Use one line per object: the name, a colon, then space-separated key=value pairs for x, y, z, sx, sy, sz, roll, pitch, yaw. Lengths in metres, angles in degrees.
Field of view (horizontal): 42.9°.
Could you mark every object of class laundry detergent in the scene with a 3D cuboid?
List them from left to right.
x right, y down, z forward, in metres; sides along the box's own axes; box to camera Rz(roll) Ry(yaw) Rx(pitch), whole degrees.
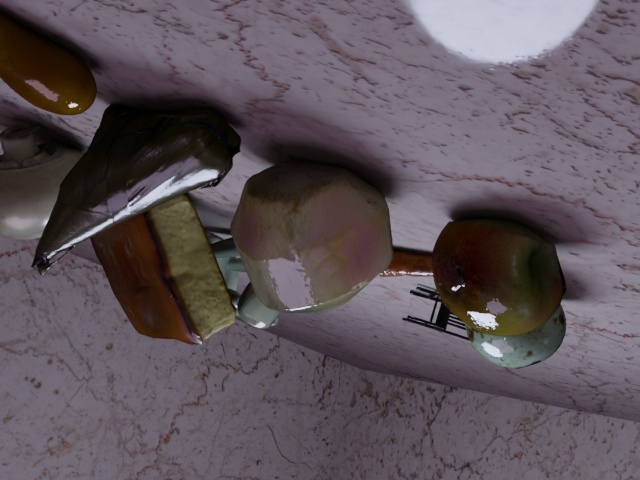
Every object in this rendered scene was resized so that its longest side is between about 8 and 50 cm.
laundry detergent: x=-0.104 y=0.095 z=1.720 sx=0.091 sy=0.181 sz=0.253 roll=27 pitch=139 yaw=-7

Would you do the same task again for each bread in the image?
bread: x=-0.354 y=0.058 z=1.776 sx=0.333 sy=0.143 sz=0.323 roll=-6 pitch=109 yaw=54

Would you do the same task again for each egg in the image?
egg: x=0.365 y=0.151 z=1.503 sx=0.169 sy=0.169 sz=0.231 roll=4 pitch=173 yaw=45

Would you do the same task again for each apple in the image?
apple: x=0.266 y=0.056 z=1.264 sx=0.188 sy=0.173 sz=0.207 roll=-1 pitch=141 yaw=47

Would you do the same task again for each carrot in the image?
carrot: x=0.212 y=0.048 z=1.550 sx=0.224 sy=0.057 sz=0.057 roll=2 pitch=161 yaw=34

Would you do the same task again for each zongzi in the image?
zongzi: x=-0.272 y=-0.065 z=1.176 sx=0.260 sy=0.289 sz=0.123 roll=8 pitch=151 yaw=39

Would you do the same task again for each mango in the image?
mango: x=-0.383 y=-0.232 z=1.081 sx=0.184 sy=0.084 sz=0.102 roll=33 pitch=160 yaw=-34

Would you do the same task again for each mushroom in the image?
mushroom: x=-0.543 y=-0.116 z=1.536 sx=0.246 sy=0.202 sz=0.246 roll=-9 pitch=-160 yaw=3

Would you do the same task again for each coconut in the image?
coconut: x=-0.011 y=0.003 z=1.260 sx=0.259 sy=0.259 sz=0.259 roll=17 pitch=167 yaw=4

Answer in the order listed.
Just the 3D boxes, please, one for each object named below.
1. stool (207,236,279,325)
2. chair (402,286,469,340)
stool: x=-0.203 y=0.088 z=1.940 sx=0.199 sy=0.195 sz=0.195 roll=1 pitch=159 yaw=36
chair: x=0.304 y=0.176 z=1.868 sx=0.213 sy=0.084 sz=0.101 roll=18 pitch=171 yaw=0
